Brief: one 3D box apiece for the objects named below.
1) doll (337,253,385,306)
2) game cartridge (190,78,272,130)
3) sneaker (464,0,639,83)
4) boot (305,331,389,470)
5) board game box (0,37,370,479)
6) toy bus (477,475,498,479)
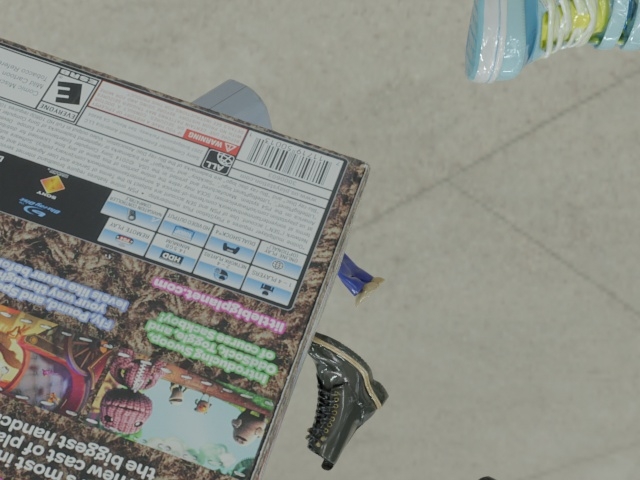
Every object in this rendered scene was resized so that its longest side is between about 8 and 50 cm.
[{"bbox_3d":[0.000,0.000,1.581,0.189,0.129,0.046,46,106,4],"label":"doll"},{"bbox_3d":[-0.126,-0.013,1.304,0.062,0.198,0.297,34,140,29],"label":"game cartridge"},{"bbox_3d":[0.264,-0.241,1.292,0.208,0.319,0.127,12,123,8],"label":"sneaker"},{"bbox_3d":[0.010,0.220,1.685,0.077,0.137,0.198,21,159,45],"label":"boot"},{"bbox_3d":[-0.133,0.068,0.603,0.232,0.291,0.141,19,141,3],"label":"board game box"},{"bbox_3d":[0.234,0.482,1.865,0.220,0.149,0.211,3,118,-52],"label":"toy bus"}]
